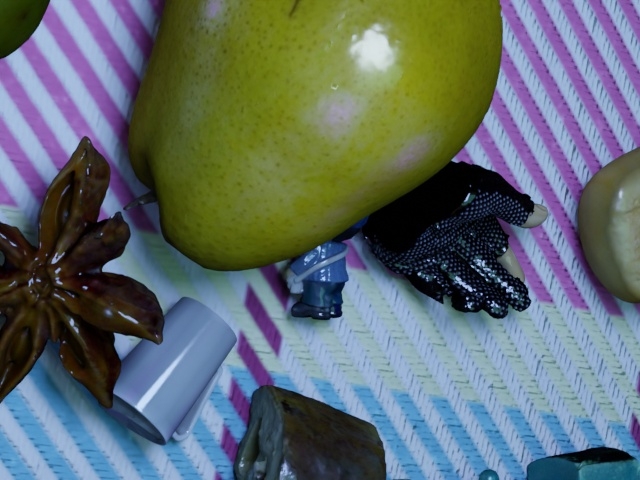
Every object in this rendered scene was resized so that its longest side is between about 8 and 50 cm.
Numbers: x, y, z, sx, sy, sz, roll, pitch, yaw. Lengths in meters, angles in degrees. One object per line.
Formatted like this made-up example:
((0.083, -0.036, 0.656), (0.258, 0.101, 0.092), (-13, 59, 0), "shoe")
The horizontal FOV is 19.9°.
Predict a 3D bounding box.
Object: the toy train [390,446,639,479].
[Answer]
((0.164, 0.296, 1.675), (0.298, 0.120, 0.194), (-2, 86, -27), "toy train")

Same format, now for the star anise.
((-0.210, 0.039, 1.462), (0.212, 0.111, 0.196), (-45, 79, 3), "star anise")

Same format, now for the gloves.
((0.130, -0.001, 1.660), (0.129, 0.106, 0.181), (-61, 144, -10), "gloves")

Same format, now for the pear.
((-0.012, -0.137, 1.463), (0.285, 0.285, 0.336), (48, 67, -21), "pear")

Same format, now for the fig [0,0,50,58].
((-0.293, -0.229, 1.384), (0.203, 0.203, 0.225), (-46, 148, -18), "fig")

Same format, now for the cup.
((-0.123, 0.119, 1.546), (0.116, 0.074, 0.104), (-51, 137, -21), "cup")

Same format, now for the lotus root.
((-0.020, 0.251, 1.574), (0.119, 0.138, 0.235), (12, 93, -17), "lotus root")

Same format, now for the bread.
((0.339, -0.030, 1.751), (0.217, 0.098, 0.147), (-17, 101, -23), "bread")

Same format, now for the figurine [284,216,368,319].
((0.008, 0.001, 1.595), (0.077, 0.079, 0.136), (-7, 93, -58), "figurine")
